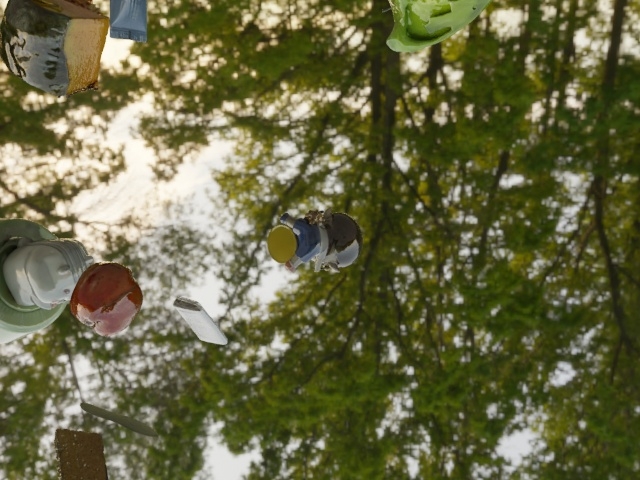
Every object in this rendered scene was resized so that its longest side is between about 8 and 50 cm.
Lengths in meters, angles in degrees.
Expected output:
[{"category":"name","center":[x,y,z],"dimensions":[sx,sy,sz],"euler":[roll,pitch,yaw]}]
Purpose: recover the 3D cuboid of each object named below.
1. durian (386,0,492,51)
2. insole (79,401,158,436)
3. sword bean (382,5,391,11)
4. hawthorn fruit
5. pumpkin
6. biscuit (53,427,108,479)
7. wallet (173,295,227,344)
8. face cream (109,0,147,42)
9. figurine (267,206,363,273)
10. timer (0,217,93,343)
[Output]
[{"category":"durian","center":[0.148,-0.329,0.798],"dimensions":[0.139,0.250,0.101],"euler":[11,-159,16]},{"category":"insole","center":[-0.439,0.391,1.600],"dimensions":[0.188,0.004,0.064],"euler":[28,-178,-23]},{"category":"sword bean","center":[0.215,-0.674,2.099],"dimensions":[0.083,0.012,0.012],"euler":[-21,-159,11]},{"category":"hawthorn fruit","center":[-0.357,0.099,1.228],"dimensions":[0.128,0.128,0.128],"euler":[-4,-156,2]},{"category":"pumpkin","center":[-0.680,-0.531,1.866],"dimensions":[0.256,0.225,0.303],"euler":[-3,-140,-42]},{"category":"biscuit","center":[-0.530,0.533,1.637],"dimensions":[0.025,0.131,0.230],"euler":[-37,-127,22]},{"category":"wallet","center":[-0.206,0.140,1.265],"dimensions":[0.061,0.122,0.025],"euler":[14,-120,26]},{"category":"face cream","center":[-0.444,-0.661,1.693],"dimensions":[0.086,0.385,0.135],"euler":[8,-168,23]},{"category":"figurine","center":[0.007,-0.001,1.785],"dimensions":[0.158,0.161,0.275],"euler":[-5,175,41]},{"category":"timer","center":[-0.627,0.074,1.602],"dimensions":[0.315,0.290,0.291],"euler":[-9,-162,33]}]
